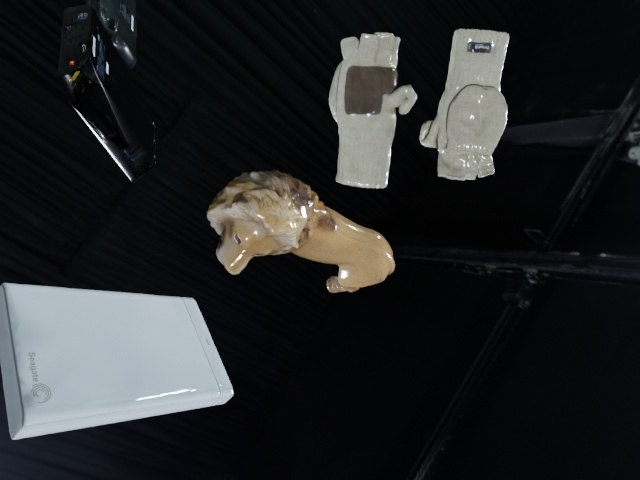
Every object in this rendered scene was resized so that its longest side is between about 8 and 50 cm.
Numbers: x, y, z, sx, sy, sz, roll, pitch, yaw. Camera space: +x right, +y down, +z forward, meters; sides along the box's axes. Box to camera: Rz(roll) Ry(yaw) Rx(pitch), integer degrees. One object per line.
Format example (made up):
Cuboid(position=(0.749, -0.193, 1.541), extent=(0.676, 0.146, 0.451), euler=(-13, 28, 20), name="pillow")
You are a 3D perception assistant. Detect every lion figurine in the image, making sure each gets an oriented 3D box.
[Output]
Cuboid(position=(0.000, 0.000, 0.656), extent=(0.240, 0.392, 0.142), euler=(-6, -104, 51), name="lion figurine")

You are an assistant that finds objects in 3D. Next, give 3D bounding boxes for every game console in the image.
Cuboid(position=(-0.302, -0.283, 0.659), extent=(0.213, 0.044, 0.361), euler=(85, -6, -64), name="game console")

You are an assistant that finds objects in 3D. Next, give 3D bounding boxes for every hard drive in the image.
Cuboid(position=(-0.329, 0.186, 0.750), extent=(0.047, 0.353, 0.233), euler=(-46, -122, 21), name="hard drive")

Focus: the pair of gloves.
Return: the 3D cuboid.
Cuboid(position=(0.132, -0.178, 0.609), extent=(0.042, 0.240, 0.204), euler=(-99, -174, -78), name="pair of gloves")
